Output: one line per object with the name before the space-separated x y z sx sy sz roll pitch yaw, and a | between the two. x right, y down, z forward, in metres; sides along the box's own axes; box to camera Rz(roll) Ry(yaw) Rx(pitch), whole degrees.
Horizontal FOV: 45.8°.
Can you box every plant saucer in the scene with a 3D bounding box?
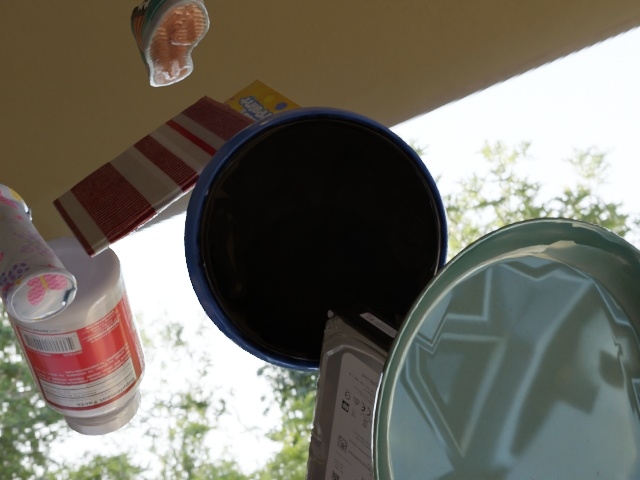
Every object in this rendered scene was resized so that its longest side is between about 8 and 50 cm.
plant saucer | 0.171 0.141 0.577 0.318 0.317 0.044 -2 -1 -25

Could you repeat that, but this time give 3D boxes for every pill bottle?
pill bottle | -0.487 0.211 1.553 0.229 0.229 0.407 -11 -48 -12

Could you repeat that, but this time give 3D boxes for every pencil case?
pencil case | -0.520 0.018 1.290 0.124 0.273 0.113 18 -67 -52

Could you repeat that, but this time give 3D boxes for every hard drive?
hard drive | 0.079 0.278 0.964 0.064 0.237 0.338 -12 -60 -36

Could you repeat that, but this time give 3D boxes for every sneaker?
sneaker | -0.261 -0.359 1.240 0.108 0.121 0.302 -21 -3 -19

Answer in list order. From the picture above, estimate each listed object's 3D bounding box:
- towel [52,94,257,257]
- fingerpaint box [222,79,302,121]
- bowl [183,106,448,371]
towel | -0.262 -0.111 1.222 0.329 0.237 0.037 -37 -55 -12
fingerpaint box | -0.022 -0.108 1.681 0.163 0.445 0.371 -38 -47 -12
bowl | 0.000 0.000 1.092 0.392 0.390 0.077 -13 3 -8
